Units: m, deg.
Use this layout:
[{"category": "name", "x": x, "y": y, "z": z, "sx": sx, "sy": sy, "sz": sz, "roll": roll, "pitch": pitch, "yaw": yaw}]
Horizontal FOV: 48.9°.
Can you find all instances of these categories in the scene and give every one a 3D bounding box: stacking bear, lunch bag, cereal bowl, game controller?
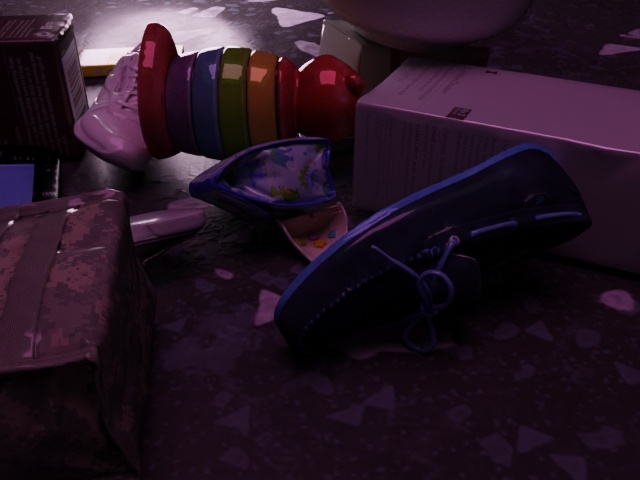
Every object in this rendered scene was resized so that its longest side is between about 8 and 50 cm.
[{"category": "stacking bear", "x": -0.084, "y": -0.190, "z": 0.955, "sx": 0.289, "sy": 0.175, "sz": 0.164, "roll": 0, "pitch": 54, "yaw": 3}, {"category": "lunch bag", "x": -0.299, "y": 0.089, "z": 0.594, "sx": 0.287, "sy": 0.168, "sz": 0.235, "roll": -9, "pitch": 34, "yaw": -2}, {"category": "lunch bag", "x": -0.075, "y": -0.072, "z": 0.855, "sx": 0.151, "sy": 0.096, "sz": 0.129, "roll": -6, "pitch": 1, "yaw": -22}, {"category": "cereal bowl", "x": 0.140, "y": -0.368, "z": 1.032, "sx": 0.339, "sy": 0.141, "sz": 0.339, "roll": 8, "pitch": 32, "yaw": -5}, {"category": "game controller", "x": -0.414, "y": -0.045, "z": 0.885, "sx": 0.167, "sy": 0.067, "sz": 0.319, "roll": -10, "pitch": 35, "yaw": -14}]

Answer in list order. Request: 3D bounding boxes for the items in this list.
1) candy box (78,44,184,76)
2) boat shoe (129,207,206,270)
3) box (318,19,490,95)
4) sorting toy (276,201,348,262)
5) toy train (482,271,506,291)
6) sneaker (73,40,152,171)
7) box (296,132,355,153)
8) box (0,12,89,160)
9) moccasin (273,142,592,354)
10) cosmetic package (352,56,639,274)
[{"category": "candy box", "x": -0.374, "y": -0.353, "z": 1.386, "sx": 0.206, "sy": 0.027, "sz": 0.105, "roll": -4, "pitch": 31, "yaw": -6}, {"category": "boat shoe", "x": -0.229, "y": 0.019, "z": 0.782, "sx": 0.219, "sy": 0.070, "sz": 0.078, "roll": -19, "pitch": 15, "yaw": -17}, {"category": "box", "x": 0.126, "y": -0.271, "z": 1.131, "sx": 0.233, "sy": 0.126, "sz": 0.148, "roll": -6, "pitch": 34, "yaw": -25}, {"category": "sorting toy", "x": 0.000, "y": 0.000, "z": 0.833, "sx": 0.083, "sy": 0.044, "sz": 0.075, "roll": -16, "pitch": 44, "yaw": -19}, {"category": "toy train", "x": 0.125, "y": 0.040, "z": 0.770, "sx": 0.158, "sy": 0.036, "sz": 0.027, "roll": -3, "pitch": 33, "yaw": -3}, {"category": "sneaker", "x": -0.283, "y": -0.213, "z": 1.049, "sx": 0.114, "sy": 0.152, "sz": 0.305, "roll": 24, "pitch": 26, "yaw": -25}, {"category": "box", "x": 0.010, "y": -0.182, "z": 1.117, "sx": 0.116, "sy": 0.029, "sz": 0.162, "roll": -8, "pitch": 32, "yaw": -12}, {"category": "box", "x": -0.552, "y": -0.219, "z": 1.044, "sx": 0.382, "sy": 0.191, "sz": 0.143, "roll": -3, "pitch": 33, "yaw": -6}, {"category": "moccasin", "x": 0.120, "y": 0.017, "z": 0.683, "sx": 0.342, "sy": 0.137, "sz": 0.116, "roll": -31, "pitch": 65, "yaw": -10}, {"category": "cosmetic package", "x": 0.254, "y": -0.107, "z": 0.883, "sx": 0.385, "sy": 0.156, "sz": 0.217, "roll": 12, "pitch": 34, "yaw": 20}]
